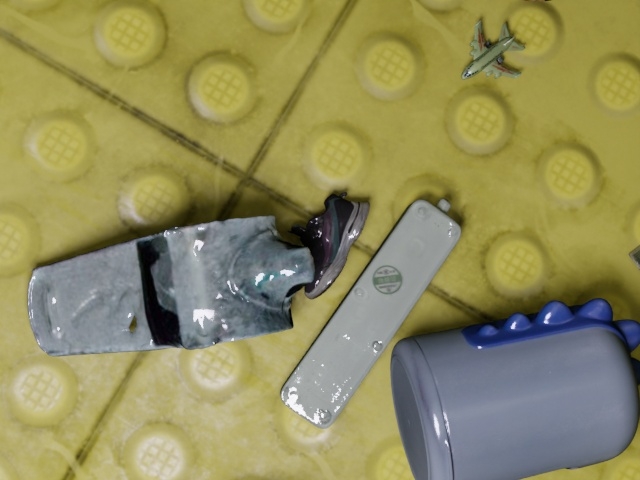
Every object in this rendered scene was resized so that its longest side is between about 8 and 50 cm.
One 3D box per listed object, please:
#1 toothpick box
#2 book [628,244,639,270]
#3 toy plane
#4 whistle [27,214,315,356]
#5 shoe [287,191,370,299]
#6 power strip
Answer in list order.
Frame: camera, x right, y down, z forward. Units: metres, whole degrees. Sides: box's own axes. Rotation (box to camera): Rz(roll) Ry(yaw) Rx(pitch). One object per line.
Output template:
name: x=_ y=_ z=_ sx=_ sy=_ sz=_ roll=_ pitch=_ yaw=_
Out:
toothpick box: x=0.294 y=0.210 z=1.879 sx=0.355 sy=0.263 sz=0.262 roll=-11 pitch=88 yaw=-8
book: x=0.599 y=0.068 z=2.031 sx=0.160 sy=0.024 sz=0.228 roll=-36 pitch=91 yaw=-9
toy plane: x=0.254 y=-0.277 z=2.001 sx=0.111 sy=0.040 sz=0.102 roll=-39 pitch=90 yaw=-6
whistle: x=-0.213 y=0.072 z=1.857 sx=0.405 sy=0.188 sz=0.168 roll=-10 pitch=89 yaw=-6
shoe: x=0.000 y=0.000 z=1.947 sx=0.099 sy=0.071 sz=0.169 roll=28 pitch=81 yaw=-1
power strip: x=0.079 y=0.098 z=1.952 sx=0.091 sy=0.062 sz=0.385 roll=35 pitch=85 yaw=-3
